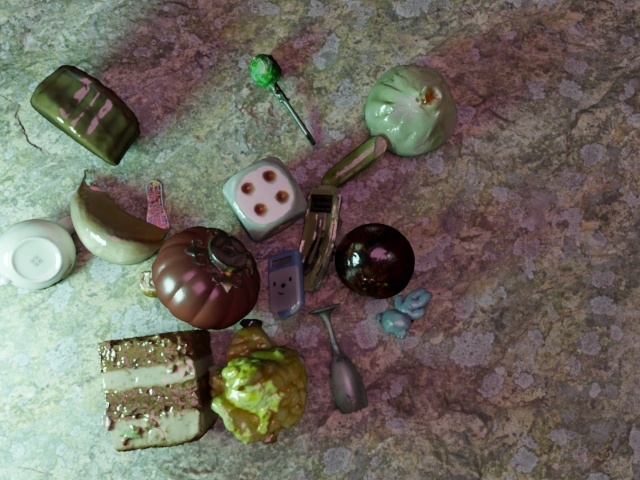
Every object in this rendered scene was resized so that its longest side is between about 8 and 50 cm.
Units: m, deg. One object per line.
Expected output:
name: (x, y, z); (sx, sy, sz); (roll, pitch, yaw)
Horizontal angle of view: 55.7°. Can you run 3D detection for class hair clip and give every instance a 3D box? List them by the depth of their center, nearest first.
hair clip: (0.001, 0.000, 1.803); (0.091, 0.138, 0.321); (22, 78, -46)

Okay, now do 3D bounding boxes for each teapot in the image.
teapot: (-0.810, 0.043, 1.704); (0.298, 0.139, 0.204); (-34, 118, -11)

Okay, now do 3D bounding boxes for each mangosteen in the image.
mangosteen: (0.167, 0.037, 1.762); (0.236, 0.235, 0.261); (20, 47, -2)

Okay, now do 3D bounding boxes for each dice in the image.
dice: (-0.160, -0.117, 1.753); (0.193, 0.194, 0.191); (-33, 88, -7)

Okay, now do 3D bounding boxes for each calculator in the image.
calculator: (-0.101, 0.120, 1.761); (0.121, 0.039, 0.210); (-16, 68, 34)

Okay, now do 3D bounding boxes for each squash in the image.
squash: (0.103, -0.234, 1.834); (0.239, 0.069, 0.069); (-38, 87, 7)

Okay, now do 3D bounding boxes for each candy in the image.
candy: (-0.110, -0.429, 1.867); (0.097, 0.097, 0.323); (-34, 94, -9)

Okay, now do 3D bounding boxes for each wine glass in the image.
wine glass: (-0.026, 0.366, 1.753); (0.265, 0.096, 0.309); (-16, 85, -3)

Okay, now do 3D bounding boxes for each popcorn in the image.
popcorn: (-0.171, 0.391, 1.601); (0.293, 0.293, 0.236); (13, 111, -3)

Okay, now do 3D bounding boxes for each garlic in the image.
garlic: (-0.619, -0.049, 1.749); (0.339, 0.151, 0.196); (34, 47, 5)

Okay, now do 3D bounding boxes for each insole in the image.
insole: (-0.492, -0.088, 1.813); (0.065, 0.006, 0.193); (-7, 83, -6)

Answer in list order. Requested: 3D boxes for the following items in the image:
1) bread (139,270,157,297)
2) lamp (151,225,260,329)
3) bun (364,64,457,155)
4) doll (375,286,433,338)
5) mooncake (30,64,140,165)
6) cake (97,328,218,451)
bread: (-0.477, 0.127, 1.752); (0.084, 0.070, 0.076); (1, 81, -2)
lamp: (-0.311, 0.103, 1.666); (0.303, 0.303, 0.257); (44, 123, 2)
bun: (0.286, -0.406, 1.836); (0.294, 0.187, 0.292); (0, 84, -3)
doll: (0.259, 0.217, 1.811); (0.180, 0.075, 0.120); (-36, 44, -21)
mooncake: (-0.652, -0.353, 1.700); (0.290, 0.290, 0.161); (36, 80, 1)
cake: (-0.424, 0.387, 1.624); (0.256, 0.282, 0.290); (-6, 87, 1)
